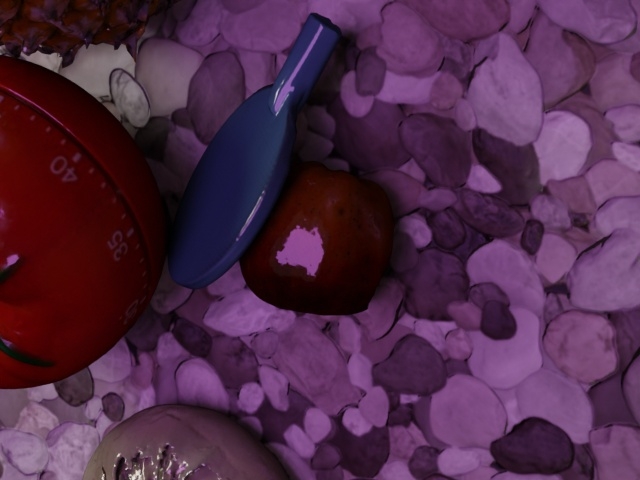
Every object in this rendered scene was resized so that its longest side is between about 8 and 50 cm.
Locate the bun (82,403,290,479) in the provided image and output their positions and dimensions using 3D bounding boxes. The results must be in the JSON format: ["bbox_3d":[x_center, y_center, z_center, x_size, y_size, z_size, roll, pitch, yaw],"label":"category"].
[{"bbox_3d":[-0.168,0.331,1.646,0.287,0.146,0.287,5,100,28],"label":"bun"}]

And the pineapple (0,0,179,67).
[{"bbox_3d":[-0.288,-0.350,1.490,0.352,0.300,0.352,-2,86,35],"label":"pineapple"}]

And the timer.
[{"bbox_3d":[-0.352,-0.025,1.571,0.378,0.279,0.378,21,137,20],"label":"timer"}]

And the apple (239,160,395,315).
[{"bbox_3d":[-0.004,-0.003,1.508,0.156,0.147,0.158,21,108,45],"label":"apple"}]

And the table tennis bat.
[{"bbox_3d":[-0.075,-0.093,1.514,0.044,0.215,0.329,25,108,-24],"label":"table tennis bat"}]
